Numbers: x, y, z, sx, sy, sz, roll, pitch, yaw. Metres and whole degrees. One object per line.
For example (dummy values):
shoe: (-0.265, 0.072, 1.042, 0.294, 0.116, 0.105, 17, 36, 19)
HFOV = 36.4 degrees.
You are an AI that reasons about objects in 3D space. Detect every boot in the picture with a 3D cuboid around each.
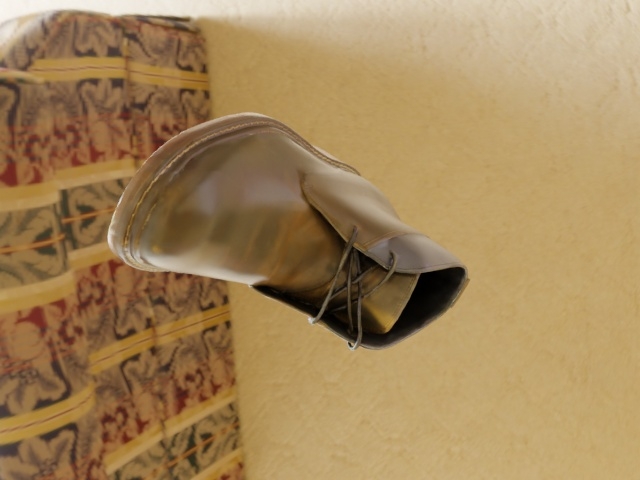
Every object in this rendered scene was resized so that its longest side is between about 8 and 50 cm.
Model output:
boot: (0.000, 0.000, 0.455, 0.106, 0.219, 0.082, 32, 106, 19)
